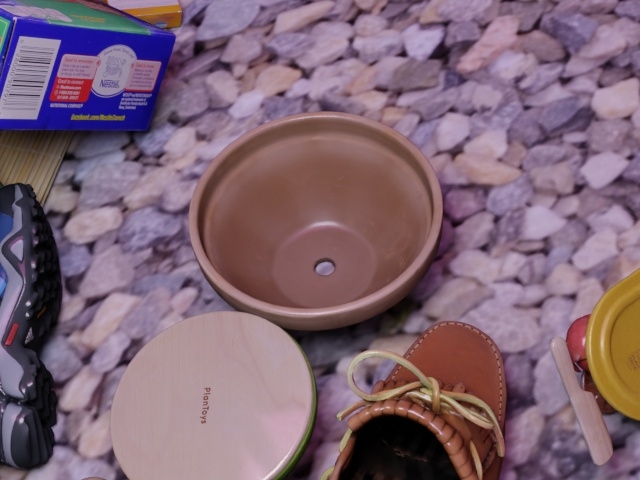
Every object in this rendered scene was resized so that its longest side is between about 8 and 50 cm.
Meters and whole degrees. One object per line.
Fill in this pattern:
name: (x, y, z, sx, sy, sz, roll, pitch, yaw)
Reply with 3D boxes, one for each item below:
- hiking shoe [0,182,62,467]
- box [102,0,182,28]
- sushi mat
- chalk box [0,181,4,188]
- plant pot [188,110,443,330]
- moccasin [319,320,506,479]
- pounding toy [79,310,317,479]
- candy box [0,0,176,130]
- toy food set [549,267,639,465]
hiking shoe: (-0.321, 0.071, 1.281, 0.132, 0.113, 0.304, -6, 55, 2)
box: (-0.216, -0.297, 1.571, 0.081, 0.028, 0.136, -8, 51, -18)
sushi mat: (-0.334, -0.147, 1.494, 0.151, 0.019, 0.316, 7, 56, 13)
chalk box: (-0.467, -0.076, 1.279, 0.180, 0.289, 0.179, 26, 74, 24)
plant pot: (0.000, 0.000, 1.297, 0.237, 0.109, 0.237, -4, 54, 5)
moccasin: (0.069, 0.178, 1.097, 0.139, 0.147, 0.380, 23, 37, 16)
pounding toy: (-0.094, 0.188, 1.186, 0.183, 0.110, 0.237, 22, 69, 27)
candy box: (-0.353, -0.222, 1.374, 0.317, 0.268, 0.122, 26, 105, 22)
toy food set: (0.279, 0.096, 1.210, 0.218, 0.071, 0.128, -29, 93, -25)
